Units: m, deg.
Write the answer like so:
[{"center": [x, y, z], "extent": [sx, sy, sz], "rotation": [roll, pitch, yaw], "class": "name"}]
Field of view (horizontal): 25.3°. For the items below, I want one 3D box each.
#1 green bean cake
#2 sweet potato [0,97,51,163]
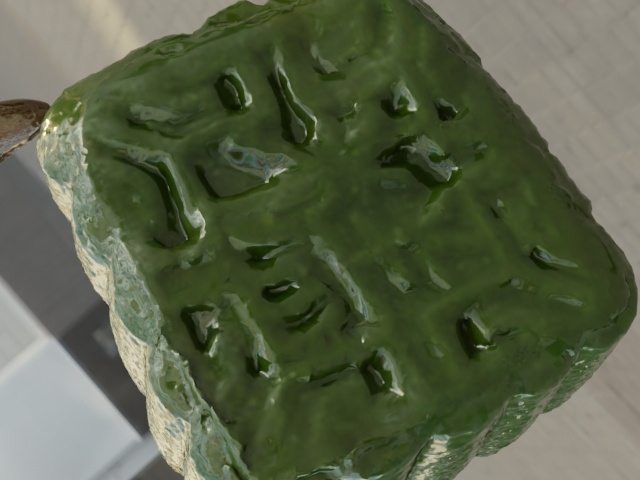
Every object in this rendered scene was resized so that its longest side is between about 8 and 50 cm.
[{"center": [0.000, 0.000, 0.674], "extent": [0.248, 0.222, 0.125], "rotation": [58, 161, 20], "class": "green bean cake"}, {"center": [-0.436, -0.069, 1.516], "extent": [0.114, 0.341, 0.092], "rotation": [103, 146, -82], "class": "sweet potato"}]
